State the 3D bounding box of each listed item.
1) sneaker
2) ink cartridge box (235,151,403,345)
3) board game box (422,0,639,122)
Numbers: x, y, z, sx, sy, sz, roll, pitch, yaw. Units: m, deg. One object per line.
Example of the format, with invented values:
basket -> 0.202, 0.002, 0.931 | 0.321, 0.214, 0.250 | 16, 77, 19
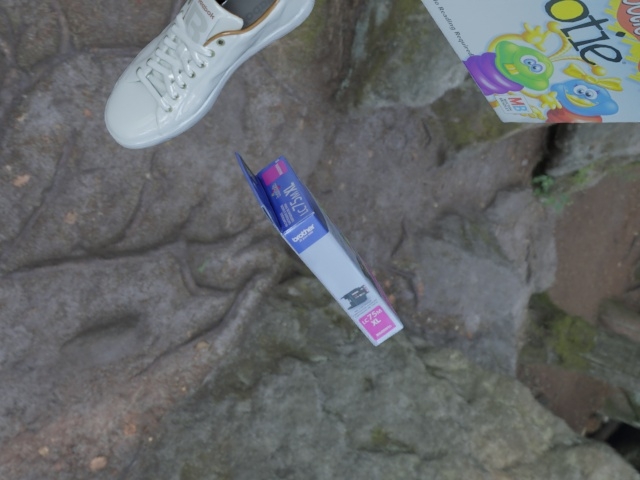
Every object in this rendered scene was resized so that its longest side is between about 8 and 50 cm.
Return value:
sneaker -> -0.141, -0.218, 0.758 | 0.290, 0.106, 0.123 | -41, 172, 6
ink cartridge box -> 0.000, 0.000, 1.017 | 0.065, 0.185, 0.311 | -37, 124, 6
board game box -> 0.183, -0.219, 0.392 | 0.144, 0.142, 0.275 | 42, 68, -40
